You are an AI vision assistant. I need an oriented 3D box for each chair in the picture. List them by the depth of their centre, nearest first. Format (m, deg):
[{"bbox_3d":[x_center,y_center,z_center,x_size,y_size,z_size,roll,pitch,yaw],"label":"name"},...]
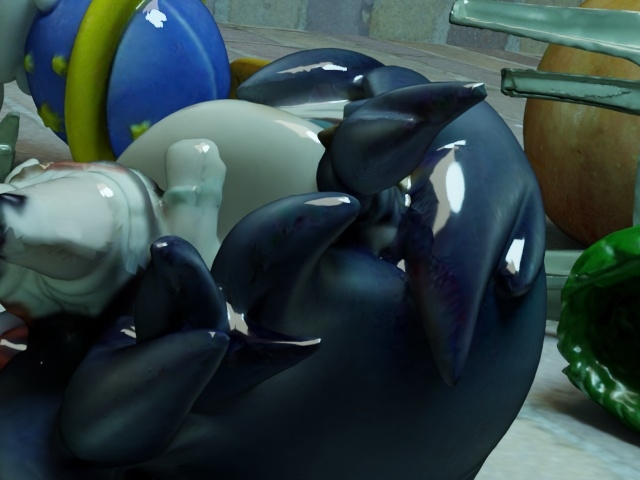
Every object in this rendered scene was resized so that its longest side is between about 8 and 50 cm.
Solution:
[{"bbox_3d":[0.226,-0.039,0.841,0.275,0.203,0.190,9,1,22],"label":"chair"}]

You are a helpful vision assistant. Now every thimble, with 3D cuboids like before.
[{"bbox_3d":[0.186,0.042,0.654,0.130,0.118,0.090,-15,-2,43],"label":"thimble"}]

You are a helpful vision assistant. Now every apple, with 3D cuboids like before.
[{"bbox_3d":[0.287,-0.095,1.039,0.254,0.253,0.253,8,14,-2],"label":"apple"}]

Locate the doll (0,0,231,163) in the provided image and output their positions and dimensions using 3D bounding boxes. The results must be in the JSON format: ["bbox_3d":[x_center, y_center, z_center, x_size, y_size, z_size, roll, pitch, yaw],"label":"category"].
[{"bbox_3d":[-0.174,-0.182,0.961,0.243,0.311,0.159,30,50,29],"label":"doll"}]

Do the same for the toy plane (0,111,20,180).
[{"bbox_3d":[-0.360,-0.091,0.927,0.286,0.092,0.108,3,36,-19],"label":"toy plane"}]

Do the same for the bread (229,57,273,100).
[{"bbox_3d":[0.008,-0.068,0.982,0.077,0.116,0.200,-11,24,-43],"label":"bread"}]

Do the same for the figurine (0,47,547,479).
[{"bbox_3d":[-0.030,0.027,0.419,0.175,0.197,0.265,21,35,36],"label":"figurine"}]
